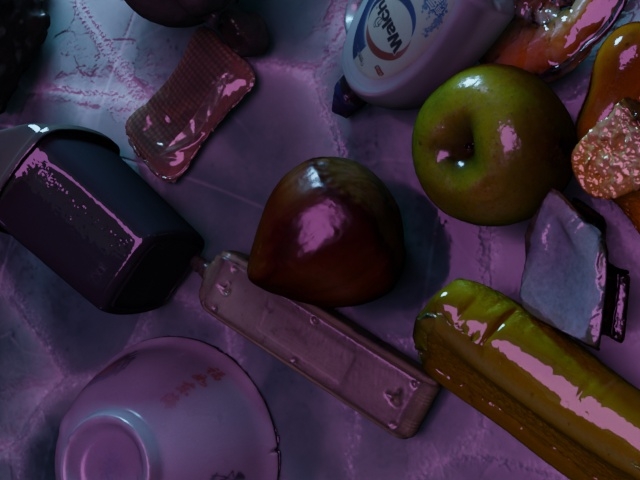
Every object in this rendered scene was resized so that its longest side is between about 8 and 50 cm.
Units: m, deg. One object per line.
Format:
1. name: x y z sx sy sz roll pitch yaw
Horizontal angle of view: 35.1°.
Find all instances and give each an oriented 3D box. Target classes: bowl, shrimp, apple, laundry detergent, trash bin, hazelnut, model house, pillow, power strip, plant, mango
1. bowl: -0.241 0.296 1.343 0.345 0.157 0.346 -3 83 24
2. shrimp: 0.261 -0.332 1.213 0.222 0.054 0.290 -27 68 37
3. apple: 0.203 -0.109 1.171 0.196 0.157 0.196 -1 88 43
4. laundry detergent: 0.101 -0.264 1.259 0.280 0.105 0.215 -41 53 42
5. trash bin: -0.320 -0.039 1.390 0.290 0.209 0.182 40 99 17
6. hazelnut: 0.000 0.000 1.249 0.208 0.208 0.208 -3 83 24
7. model house: 0.299 0.034 1.125 0.106 0.152 0.165 8 88 39
8. pillow: -0.189 -0.190 1.437 0.135 0.034 0.211 46 105 21
9. power strip: -0.021 0.120 1.315 0.387 0.066 0.092 31 99 22
10. plant: -0.519 -0.362 1.507 0.213 0.215 0.312 28 94 27
11. mango: 0.356 -0.170 1.164 0.105 0.084 0.159 23 112 9

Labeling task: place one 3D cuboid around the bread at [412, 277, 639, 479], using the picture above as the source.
1. bread: 0.273 0.174 1.130 0.383 0.166 0.112 35 62 23

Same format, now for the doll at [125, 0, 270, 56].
1. doll: -0.150 -0.458 1.336 0.378 0.252 0.382 -37 77 17

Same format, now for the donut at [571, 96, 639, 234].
1. donut: 0.384 -0.025 1.104 0.101 0.152 0.259 -36 75 33
